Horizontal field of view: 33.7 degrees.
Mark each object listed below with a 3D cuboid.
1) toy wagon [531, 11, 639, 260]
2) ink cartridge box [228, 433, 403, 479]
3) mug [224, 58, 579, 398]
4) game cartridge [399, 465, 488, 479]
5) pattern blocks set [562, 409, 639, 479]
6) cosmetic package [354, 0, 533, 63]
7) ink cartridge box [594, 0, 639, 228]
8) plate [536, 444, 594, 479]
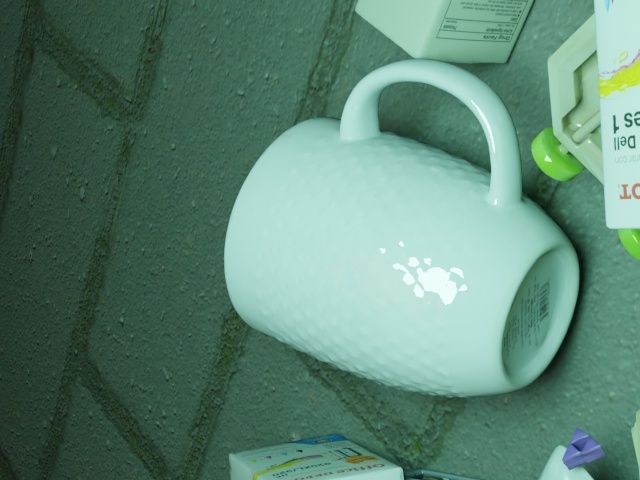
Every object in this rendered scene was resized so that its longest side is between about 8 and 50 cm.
[{"bbox_3d":[0.366,-0.081,0.958,0.344,0.068,0.267,44,137,0],"label":"toy wagon"},{"bbox_3d":[-0.005,0.367,1.387,0.233,0.171,0.168,-178,82,-70],"label":"ink cartridge box"},{"bbox_3d":[0.106,-0.013,1.164,0.328,0.276,0.374,21,118,35],"label":"mug"},{"bbox_3d":[0.192,0.395,1.313,0.297,0.062,0.198,-4,90,49],"label":"game cartridge"},{"bbox_3d":[0.363,0.184,0.951,0.325,0.285,0.026,-23,120,37],"label":"pattern blocks set"},{"bbox_3d":[0.170,-0.351,1.134,0.129,0.153,0.296,45,126,37],"label":"cosmetic package"},{"bbox_3d":[0.303,-0.145,0.754,0.201,0.117,0.278,-178,84,-66],"label":"ink cartridge box"},{"bbox_3d":[0.276,0.400,1.101,0.277,0.045,0.278,52,143,33],"label":"plate"}]
